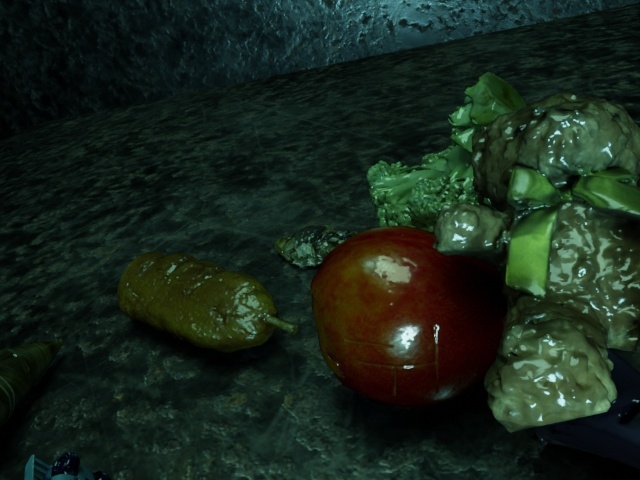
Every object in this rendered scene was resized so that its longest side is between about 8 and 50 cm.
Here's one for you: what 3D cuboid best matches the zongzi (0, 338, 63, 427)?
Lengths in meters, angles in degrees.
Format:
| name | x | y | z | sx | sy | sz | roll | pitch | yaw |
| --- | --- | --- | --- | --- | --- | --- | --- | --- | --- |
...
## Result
| name | x | y | z | sx | sy | sz | roll | pitch | yaw |
| --- | --- | --- | --- | --- | --- | --- | --- | --- | --- |
| zongzi | -0.483 | 0.213 | 0.651 | 0.247 | 0.111 | 0.241 | -18 | 10 | 5 |

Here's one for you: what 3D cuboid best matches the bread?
| name | x | y | z | sx | sy | sz | roll | pitch | yaw |
| --- | --- | --- | --- | --- | --- | --- | --- | --- | --- |
| bread | -0.161 | 0.089 | 0.725 | 0.344 | 0.084 | 0.124 | 11 | 59 | 37 |

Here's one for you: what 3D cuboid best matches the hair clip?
| name | x | y | z | sx | sy | sz | roll | pitch | yaw |
| --- | --- | --- | --- | --- | --- | --- | --- | --- | --- |
| hair clip | 0.262 | 0.141 | 0.354 | 0.090 | 0.137 | 0.278 | -41 | 16 | -15 |

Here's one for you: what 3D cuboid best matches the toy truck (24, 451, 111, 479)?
| name | x | y | z | sx | sy | sz | roll | pitch | yaw |
| --- | --- | --- | --- | --- | --- | --- | --- | --- | --- |
| toy truck | -0.254 | 0.244 | 0.517 | 0.074 | 0.063 | 0.136 | -41 | 31 | -8 |

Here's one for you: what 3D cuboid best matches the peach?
| name | x | y | z | sx | sy | sz | roll | pitch | yaw |
| --- | --- | --- | --- | --- | --- | --- | --- | --- | --- |
| peach | 0.096 | 0.076 | 0.531 | 0.197 | 0.197 | 0.197 | -11 | 29 | 6 |

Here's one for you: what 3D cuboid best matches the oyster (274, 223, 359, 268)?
| name | x | y | z | sx | sy | sz | roll | pitch | yaw |
| --- | --- | --- | --- | --- | --- | --- | --- | --- | --- |
| oyster | -0.009 | 0.001 | 0.847 | 0.148 | 0.051 | 0.103 | -17 | 19 | 16 |

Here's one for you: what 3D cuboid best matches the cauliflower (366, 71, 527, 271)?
| name | x | y | z | sx | sy | sz | roll | pitch | yaw |
| --- | --- | --- | --- | --- | --- | --- | --- | --- | --- |
| cauliflower | 0.205 | -0.084 | 0.679 | 0.272 | 0.250 | 0.275 | 2 | 29 | -22 |

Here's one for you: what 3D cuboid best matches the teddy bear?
| name | x | y | z | sx | sy | sz | roll | pitch | yaw |
| --- | --- | --- | --- | --- | --- | --- | --- | --- | --- |
| teddy bear | 0.206 | -0.018 | 0.396 | 0.246 | 0.223 | 0.296 | -14 | 0 | 21 |
